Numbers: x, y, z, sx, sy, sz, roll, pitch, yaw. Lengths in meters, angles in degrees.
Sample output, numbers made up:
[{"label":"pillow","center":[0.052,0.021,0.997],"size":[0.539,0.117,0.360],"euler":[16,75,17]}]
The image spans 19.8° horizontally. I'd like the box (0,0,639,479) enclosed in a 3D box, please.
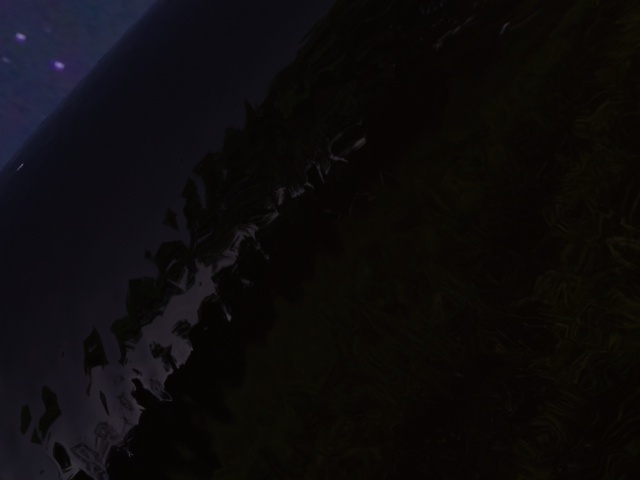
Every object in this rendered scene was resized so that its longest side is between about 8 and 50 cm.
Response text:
[{"label":"box","center":[0.077,0.005,0.464],"size":[0.301,0.301,0.216],"euler":[23,-66,-43]}]
